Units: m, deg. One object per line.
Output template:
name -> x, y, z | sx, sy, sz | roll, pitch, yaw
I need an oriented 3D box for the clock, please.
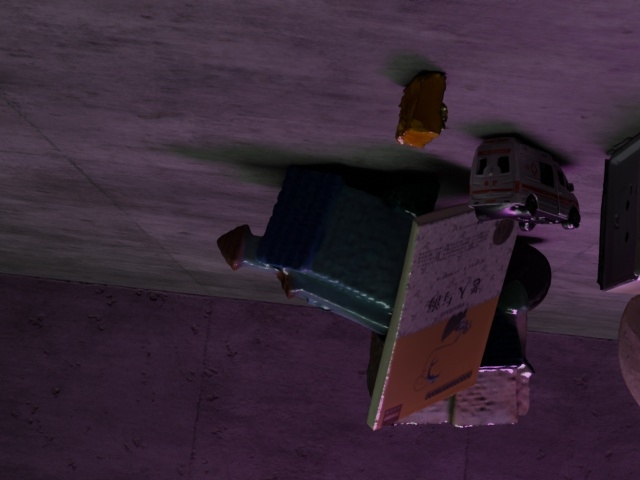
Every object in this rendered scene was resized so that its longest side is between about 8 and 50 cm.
clock -> 0.418, -0.032, 1.271 | 0.071, 0.192, 0.147 | 6, 170, -2

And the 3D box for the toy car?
toy car -> 0.293, -0.075, 1.383 | 0.089, 0.108, 0.209 | -5, 169, 40

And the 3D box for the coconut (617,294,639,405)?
coconut -> 0.842, 0.237, 2.095 | 0.415, 0.345, 0.415 | -20, 177, -1

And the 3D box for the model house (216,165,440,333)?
model house -> 0.000, 0.000, 1.670 | 0.329, 0.252, 0.295 | 15, 173, 0

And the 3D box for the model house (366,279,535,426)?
model house -> 0.246, 0.188, 1.874 | 0.298, 0.284, 0.243 | -2, -159, -6

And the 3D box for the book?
book -> 0.206, 0.112, 1.597 | 0.268, 0.389, 0.032 | -16, -143, -39

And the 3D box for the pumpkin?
pumpkin -> 0.123, -0.150, 1.141 | 0.053, 0.074, 0.083 | 12, 172, -7

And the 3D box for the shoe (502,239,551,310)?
shoe -> 0.288, 0.086, 2.070 | 0.383, 0.171, 0.237 | 6, 163, 13
